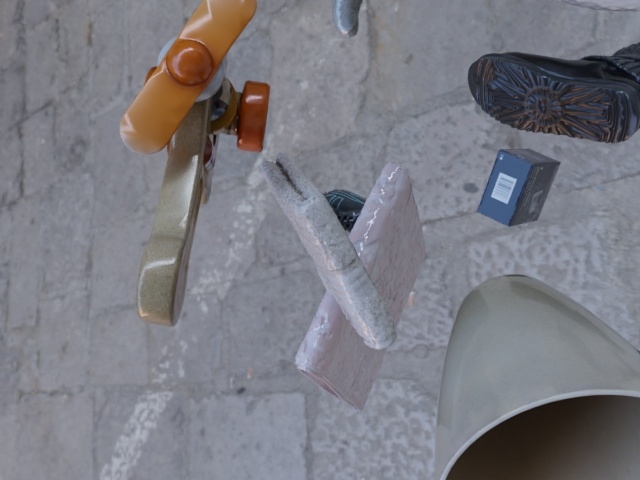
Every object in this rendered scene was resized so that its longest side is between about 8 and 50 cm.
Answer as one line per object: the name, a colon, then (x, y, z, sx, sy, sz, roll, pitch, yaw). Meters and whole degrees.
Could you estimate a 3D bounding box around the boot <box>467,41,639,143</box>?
boot: (0.479, -0.298, 1.268, 0.348, 0.260, 0.131, 27, 140, 34)

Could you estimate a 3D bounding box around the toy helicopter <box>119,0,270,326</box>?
toy helicopter: (-0.127, -0.089, 0.679, 0.235, 0.140, 0.355, 109, 168, -58)

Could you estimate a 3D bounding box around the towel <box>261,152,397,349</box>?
towel: (0.000, 0.000, 0.816, 0.049, 0.187, 0.282, -31, 19, -2)

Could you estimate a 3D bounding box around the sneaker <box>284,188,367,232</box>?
sneaker: (0.026, -0.075, 1.716, 0.101, 0.267, 0.106, -61, 31, 35)

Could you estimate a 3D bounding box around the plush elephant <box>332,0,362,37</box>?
plush elephant: (0.034, -0.419, 0.965, 0.255, 0.272, 0.330, 52, 125, 16)

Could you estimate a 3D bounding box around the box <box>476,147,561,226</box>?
box: (0.459, -0.125, 1.592, 0.093, 0.158, 0.156, 30, 116, 34)

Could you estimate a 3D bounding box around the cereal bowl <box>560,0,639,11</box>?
cereal bowl: (0.237, -0.327, 0.451, 0.339, 0.141, 0.338, 3, 106, 10)

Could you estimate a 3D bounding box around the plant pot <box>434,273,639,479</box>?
plant pot: (0.230, 0.161, 0.731, 0.256, 0.257, 0.274, -52, 19, 25)

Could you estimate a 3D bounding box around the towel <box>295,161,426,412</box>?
towel: (0.078, 0.088, 1.096, 0.053, 0.317, 0.331, 17, 72, 21)
